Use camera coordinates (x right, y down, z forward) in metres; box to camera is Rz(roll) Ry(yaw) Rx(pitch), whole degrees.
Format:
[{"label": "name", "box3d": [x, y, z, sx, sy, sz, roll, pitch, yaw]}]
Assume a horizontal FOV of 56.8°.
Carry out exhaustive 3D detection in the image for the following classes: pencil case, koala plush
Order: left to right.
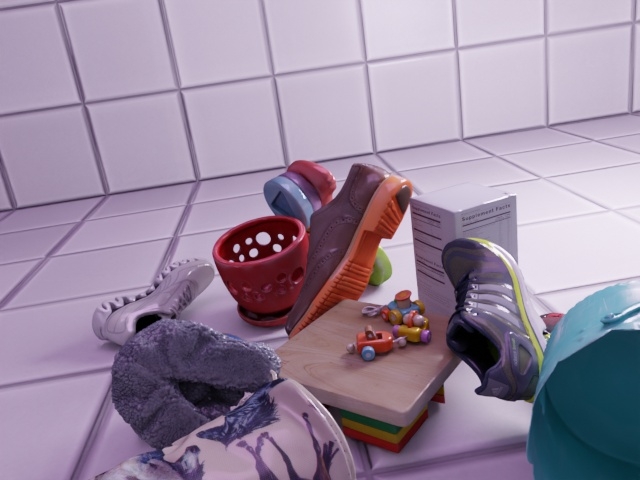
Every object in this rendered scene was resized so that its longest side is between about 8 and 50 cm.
[{"label": "pencil case", "box3d": [-0.174, 0.292, 0.625, 0.411, 0.159, 0.184, -19, 31, -27]}, {"label": "koala plush", "box3d": [-0.199, 0.204, 0.848, 0.196, 0.203, 0.221, -63, 12, -17]}]

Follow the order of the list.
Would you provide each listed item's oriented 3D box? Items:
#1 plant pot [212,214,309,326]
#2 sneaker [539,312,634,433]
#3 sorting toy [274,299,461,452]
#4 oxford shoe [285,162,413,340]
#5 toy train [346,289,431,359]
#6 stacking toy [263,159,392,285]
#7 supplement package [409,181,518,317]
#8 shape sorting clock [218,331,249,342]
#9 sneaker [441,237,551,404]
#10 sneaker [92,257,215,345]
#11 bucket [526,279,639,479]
[{"label": "plant pot", "box3d": [-0.102, 0.065, 1.200, 0.191, 0.174, 0.191, -13, 29, 7]}, {"label": "sneaker", "box3d": [0.360, 0.181, 0.823, 0.135, 0.097, 0.276, -12, 21, -17]}, {"label": "sorting toy", "box3d": [0.079, 0.198, 0.906, 0.257, 0.089, 0.255, 6, 23, 36]}, {"label": "oxford shoe", "box3d": [0.027, 0.025, 1.098, 0.133, 0.363, 0.130, 31, -3, 27]}, {"label": "toy train", "box3d": [0.104, 0.120, 0.909, 0.125, 0.046, 0.166, -5, 19, 9]}, {"label": "stacking toy", "box3d": [0.000, 0.000, 1.271, 0.280, 0.308, 0.130, 28, 58, 36]}, {"label": "supplement package", "box3d": [0.260, 0.034, 1.065, 0.139, 0.243, 0.134, -16, 20, -22]}, {"label": "shape sorting clock", "box3d": [-0.221, 0.215, 1.055, 0.207, 0.040, 0.206, -8, 19, 3]}, {"label": "sneaker", "box3d": [0.231, 0.100, 0.845, 0.122, 0.111, 0.299, 4, 37, -18]}, {"label": "sneaker", "box3d": [-0.327, 0.135, 1.256, 0.118, 0.110, 0.292, 18, 39, 37]}, {"label": "bucket", "box3d": [0.349, 0.178, 0.596, 0.282, 0.280, 0.183, 0, 16, 22]}]
